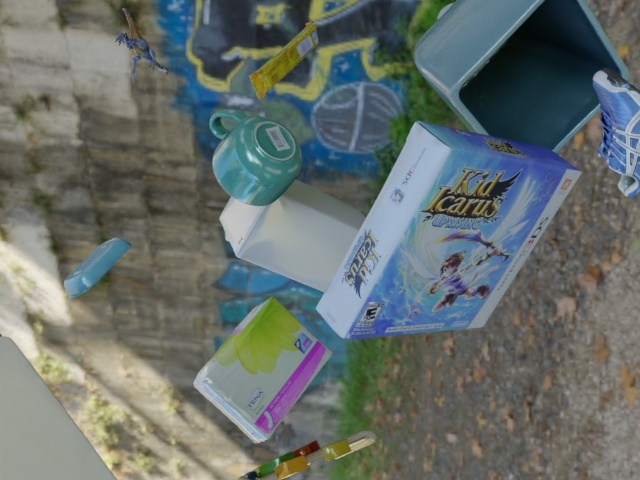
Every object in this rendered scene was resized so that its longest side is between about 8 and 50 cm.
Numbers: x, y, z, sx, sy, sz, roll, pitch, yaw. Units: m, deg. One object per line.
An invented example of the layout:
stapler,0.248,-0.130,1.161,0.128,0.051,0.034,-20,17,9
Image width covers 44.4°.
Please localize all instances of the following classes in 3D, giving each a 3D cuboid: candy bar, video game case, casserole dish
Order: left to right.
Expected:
casserole dish,-0.499,0.054,1.739,0.114,0.037,0.188,-16,28,46
candy bar,-0.047,-0.262,1.124,0.161,0.018,0.040,-51,-45,-34
video game case,0.155,-0.002,0.905,0.061,0.269,0.244,45,119,37

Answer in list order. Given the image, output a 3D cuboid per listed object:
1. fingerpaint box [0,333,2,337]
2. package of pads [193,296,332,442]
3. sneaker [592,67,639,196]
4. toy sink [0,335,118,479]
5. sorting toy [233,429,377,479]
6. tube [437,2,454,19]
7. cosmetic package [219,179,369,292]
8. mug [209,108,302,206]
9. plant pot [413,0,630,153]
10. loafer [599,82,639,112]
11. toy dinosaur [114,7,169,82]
fingerpaint box,-0.754,0.291,1.397,0.371,0.444,0.163,28,105,46
package of pads,-0.143,0.313,1.939,0.297,0.229,0.101,-51,9,-29
sneaker,0.406,-0.136,1.033,0.211,0.081,0.080,47,-165,-31
toy sink,-0.364,0.258,0.905,0.152,0.234,0.131,-35,-14,-34
sorting toy,-0.031,0.336,1.212,0.041,0.228,0.307,68,154,15
tube,0.302,-0.394,1.590,0.207,0.080,0.052,42,-119,-49
cosmetic package,0.000,0.000,1.571,0.155,0.365,0.197,-58,30,13
mug,-0.106,-0.139,1.250,0.097,0.157,0.130,-42,30,46
plant pot,0.299,-0.298,1.306,0.248,0.247,0.252,-46,37,6
loafer,0.544,-0.255,1.442,0.039,0.125,0.045,79,177,-63
toy dinosaur,-0.234,-0.258,1.062,0.082,0.047,0.090,5,-84,-64
